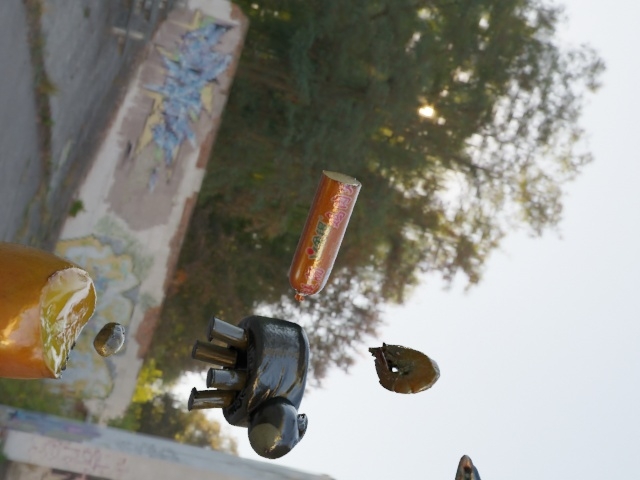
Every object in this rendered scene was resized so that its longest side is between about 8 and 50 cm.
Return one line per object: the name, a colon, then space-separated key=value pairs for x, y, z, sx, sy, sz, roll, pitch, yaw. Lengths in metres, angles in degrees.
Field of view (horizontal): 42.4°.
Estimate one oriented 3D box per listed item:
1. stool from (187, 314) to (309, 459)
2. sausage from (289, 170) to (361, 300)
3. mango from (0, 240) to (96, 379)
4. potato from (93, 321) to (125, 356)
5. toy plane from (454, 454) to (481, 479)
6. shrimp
stool: x=-0.092 y=0.184 z=1.112 sx=0.228 sy=0.139 sz=0.153 roll=-143 pitch=-113 yaw=-67
sausage: x=0.000 y=0.000 z=1.397 sx=0.071 sy=0.071 sz=0.234 roll=-110 pitch=-143 yaw=-67
mango: x=-0.403 y=0.064 z=0.948 sx=0.187 sy=0.257 sz=0.138 roll=-68 pitch=164 yaw=-63
potato: x=-0.406 y=0.190 z=1.591 sx=0.040 sy=0.051 sz=0.083 roll=-49 pitch=-169 yaw=33
toy plane: x=0.154 y=0.326 z=0.698 sx=0.104 sy=0.223 sz=0.326 roll=13 pitch=-61 yaw=39
shrimp: x=0.155 y=0.256 z=1.681 sx=0.217 sy=0.115 sz=0.051 roll=25 pitch=-47 yaw=56
